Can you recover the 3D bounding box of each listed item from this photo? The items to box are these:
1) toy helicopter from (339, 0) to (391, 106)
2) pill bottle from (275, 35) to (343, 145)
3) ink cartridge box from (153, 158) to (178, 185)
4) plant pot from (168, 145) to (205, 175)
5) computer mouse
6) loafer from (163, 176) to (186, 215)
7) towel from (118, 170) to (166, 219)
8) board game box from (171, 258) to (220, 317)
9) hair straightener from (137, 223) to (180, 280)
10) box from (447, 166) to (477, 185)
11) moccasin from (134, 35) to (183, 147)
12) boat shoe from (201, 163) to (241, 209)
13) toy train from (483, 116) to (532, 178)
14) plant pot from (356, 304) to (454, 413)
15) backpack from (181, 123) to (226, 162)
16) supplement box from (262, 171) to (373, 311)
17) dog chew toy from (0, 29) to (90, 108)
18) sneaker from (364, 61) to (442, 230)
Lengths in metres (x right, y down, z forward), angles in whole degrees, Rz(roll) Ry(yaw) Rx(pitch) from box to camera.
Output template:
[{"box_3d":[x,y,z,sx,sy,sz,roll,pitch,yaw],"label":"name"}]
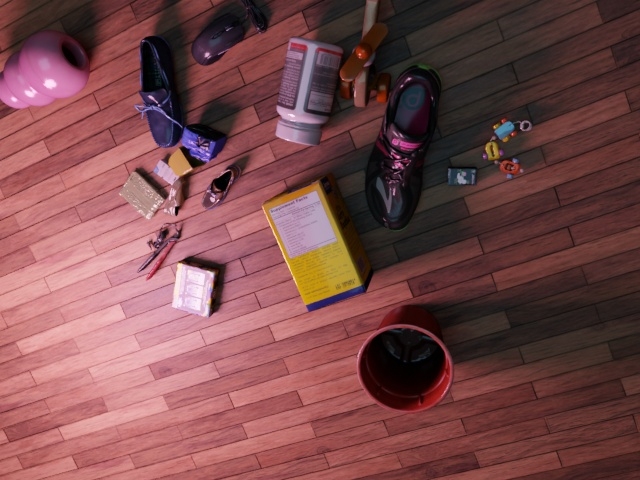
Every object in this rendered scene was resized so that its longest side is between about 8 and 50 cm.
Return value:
[{"box_3d":[0.126,-0.546,1.580,0.140,0.235,0.356,9,105,11],"label":"toy helicopter"},{"box_3d":[-0.039,-0.432,1.683,0.161,0.161,0.284,16,106,8],"label":"pill bottle"},{"box_3d":[-0.500,-0.224,1.904,0.083,0.028,0.048,37,108,2],"label":"ink cartridge box"},{"box_3d":[-0.438,-0.251,1.860,0.083,0.081,0.081,-30,95,27],"label":"plant pot"},{"box_3d":[-0.307,-0.659,1.741,0.261,0.060,0.184,-25,97,16],"label":"computer mouse"},{"box_3d":[-0.470,-0.142,1.906,0.050,0.056,0.148,30,118,3],"label":"loafer"},{"box_3d":[-0.598,-0.152,1.944,0.148,0.027,0.110,42,107,2],"label":"towel"},{"box_3d":[-0.425,0.163,1.970,0.140,0.048,0.171,15,106,11],"label":"board game box"},{"box_3d":[-0.558,0.026,1.966,0.089,0.047,0.230,39,108,1],"label":"hair straightener"},{"box_3d":[0.414,-0.189,1.691,0.083,0.062,0.052,3,102,12],"label":"box"},{"box_3d":[-0.523,-0.458,1.807,0.137,0.117,0.342,-6,102,14],"label":"moccasin"},{"box_3d":[-0.331,-0.171,1.859,0.066,0.066,0.183,39,108,2],"label":"boat shoe"},{"box_3d":[0.536,-0.269,1.657,0.125,0.046,0.167,14,109,8],"label":"toy train"},{"box_3d":[0.263,0.331,1.743,0.272,0.265,0.273,3,104,12],"label":"plant pot"},{"box_3d":[-0.377,-0.309,1.821,0.120,0.098,0.101,27,111,4],"label":"backpack"},{"box_3d":[0.000,0.000,1.760,0.194,0.195,0.357,-20,99,16],"label":"supplement box"},{"box_3d":[-0.899,-0.525,1.841,0.331,0.206,0.207,-19,99,24],"label":"dog chew toy"},{"box_3d":[0.223,-0.260,1.643,0.185,0.202,0.484,10,105,11],"label":"sneaker"}]
